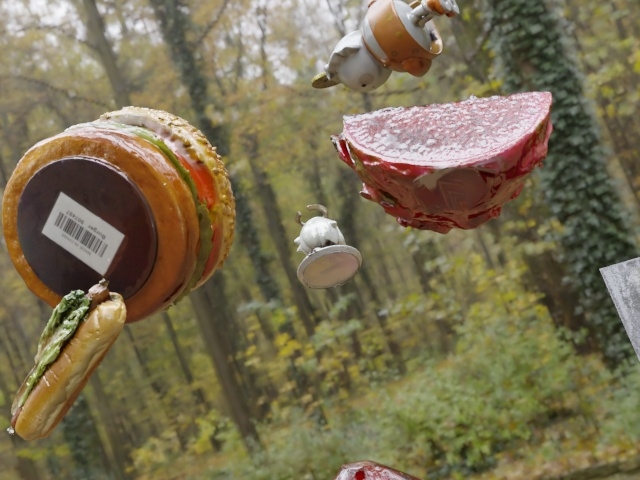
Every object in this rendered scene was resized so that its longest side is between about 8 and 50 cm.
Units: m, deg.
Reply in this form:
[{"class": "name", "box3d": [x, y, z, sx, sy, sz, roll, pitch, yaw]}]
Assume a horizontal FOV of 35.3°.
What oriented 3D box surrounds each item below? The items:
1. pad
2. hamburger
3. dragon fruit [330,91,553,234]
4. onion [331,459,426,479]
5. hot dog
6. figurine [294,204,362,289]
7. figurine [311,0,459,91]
[{"class": "pad", "box3d": [0.442, 0.064, 1.191, 0.190, 0.127, 0.004, -16, -24, -5]}, {"class": "hamburger", "box3d": [-0.299, -0.040, 1.565, 0.330, 0.330, 0.250, -25, 7, 22]}, {"class": "dragon fruit", "box3d": [0.141, -0.083, 1.168, 0.261, 0.163, 0.189, -3, 11, 9]}, {"class": "onion", "box3d": [0.107, 0.614, 1.749, 0.398, 0.420, 0.398, -10, -54, -13]}, {"class": "hot dog", "box3d": [-0.183, 0.083, 0.709, 0.133, 0.041, 0.056, -55, 24, 6]}, {"class": "figurine", "box3d": [0.000, 0.000, 1.953, 0.132, 0.154, 0.132, -12, -37, -9]}, {"class": "figurine", "box3d": [0.095, -0.317, 1.614, 0.271, 0.143, 0.143, -12, -1, 34]}]
